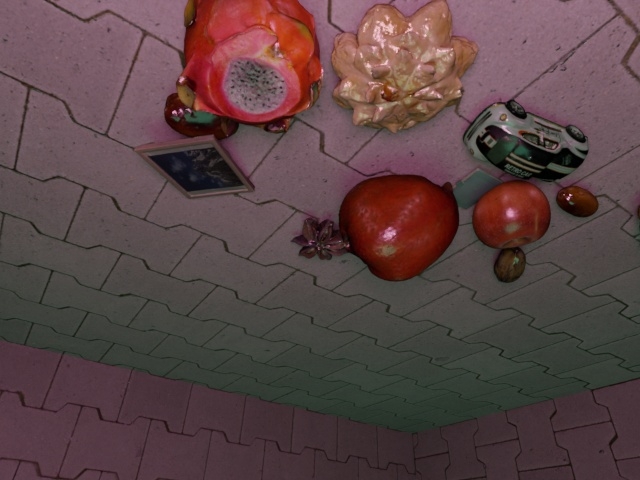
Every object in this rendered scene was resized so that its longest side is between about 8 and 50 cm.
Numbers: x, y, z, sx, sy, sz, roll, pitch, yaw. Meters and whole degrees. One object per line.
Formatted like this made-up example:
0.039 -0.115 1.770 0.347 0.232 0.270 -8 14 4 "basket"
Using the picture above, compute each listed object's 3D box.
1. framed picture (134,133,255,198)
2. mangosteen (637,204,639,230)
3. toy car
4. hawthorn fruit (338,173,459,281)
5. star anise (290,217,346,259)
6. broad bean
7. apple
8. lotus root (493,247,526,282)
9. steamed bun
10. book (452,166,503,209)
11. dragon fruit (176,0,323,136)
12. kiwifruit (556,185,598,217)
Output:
-0.312 -0.182 1.155 0.209 0.019 0.281 -6 159 12 "framed picture"
0.953 -0.060 1.191 0.194 0.194 0.230 -32 102 38 "mangosteen"
0.489 -0.210 1.042 0.306 0.125 0.136 17 141 -16 "toy car"
0.202 -0.034 1.167 0.312 0.295 0.295 -5 143 16 "hawthorn fruit"
0.016 0.002 1.404 0.197 0.073 0.212 18 144 -15 "star anise"
-0.269 -0.282 1.021 0.165 0.084 0.114 6 162 -15 "broad bean"
0.510 -0.070 1.202 0.201 0.162 0.201 -7 163 -2 "apple"
0.623 0.079 1.463 0.081 0.089 0.179 -29 146 -19 "lotus root"
0.169 -0.326 0.894 0.296 0.137 0.292 23 136 -23 "steamed bun"
0.415 -0.142 1.227 0.103 0.017 0.135 20 141 -26 "book"
-0.129 -0.329 0.857 0.291 0.189 0.290 2 144 1 "dragon fruit"
0.699 -0.106 1.215 0.125 0.075 0.075 21 140 -17 "kiwifruit"
